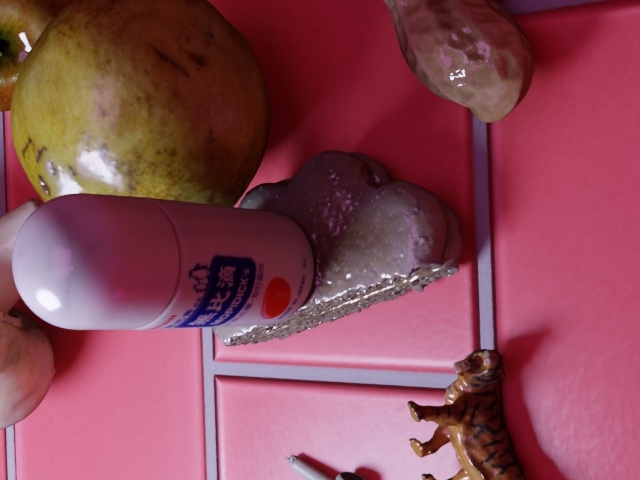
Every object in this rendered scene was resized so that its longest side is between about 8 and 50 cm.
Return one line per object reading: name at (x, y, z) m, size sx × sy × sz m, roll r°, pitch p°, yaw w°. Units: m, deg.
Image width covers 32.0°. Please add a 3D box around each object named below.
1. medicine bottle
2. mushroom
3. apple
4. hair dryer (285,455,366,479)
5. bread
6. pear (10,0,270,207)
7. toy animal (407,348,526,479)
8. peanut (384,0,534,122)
medicine bottle at (-0.152, 0.023, 1.104) m, size 0.130 × 0.341 × 0.130 m, roll -3°, pitch 85°, yaw 34°
mushroom at (-0.480, 0.135, 1.518) m, size 0.315 × 0.356 × 0.315 m, roll 171°, pitch 90°, yaw -79°
apple at (-0.438, -0.281, 1.493) m, size 0.207 × 0.237 × 0.236 m, roll 46°, pitch 118°, yaw 52°
hair dryer at (-0.001, 0.289, 1.318) m, size 0.124 × 0.038 × 0.063 m, roll 24°, pitch 105°, yaw 39°
bread at (-0.003, 0.002, 1.267) m, size 0.337 × 0.102 × 0.183 m, roll -23°, pitch 78°, yaw 33°
pear at (-0.204, -0.134, 1.284) m, size 0.304 × 0.304 × 0.303 m, roll 1°, pitch 92°, yaw 36°
toy animal at (0.177, 0.248, 1.162) m, size 0.116 × 0.114 × 0.255 m, roll -22°, pitch 80°, yaw -10°
peanut at (0.126, -0.255, 1.155) m, size 0.298 × 0.120 × 0.136 m, roll 64°, pitch 150°, yaw 15°
